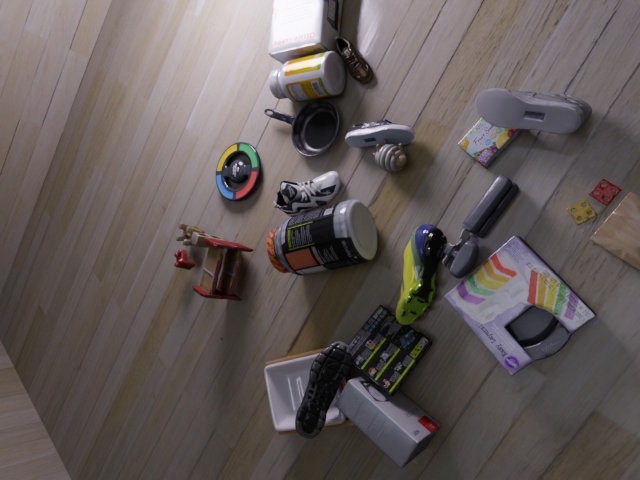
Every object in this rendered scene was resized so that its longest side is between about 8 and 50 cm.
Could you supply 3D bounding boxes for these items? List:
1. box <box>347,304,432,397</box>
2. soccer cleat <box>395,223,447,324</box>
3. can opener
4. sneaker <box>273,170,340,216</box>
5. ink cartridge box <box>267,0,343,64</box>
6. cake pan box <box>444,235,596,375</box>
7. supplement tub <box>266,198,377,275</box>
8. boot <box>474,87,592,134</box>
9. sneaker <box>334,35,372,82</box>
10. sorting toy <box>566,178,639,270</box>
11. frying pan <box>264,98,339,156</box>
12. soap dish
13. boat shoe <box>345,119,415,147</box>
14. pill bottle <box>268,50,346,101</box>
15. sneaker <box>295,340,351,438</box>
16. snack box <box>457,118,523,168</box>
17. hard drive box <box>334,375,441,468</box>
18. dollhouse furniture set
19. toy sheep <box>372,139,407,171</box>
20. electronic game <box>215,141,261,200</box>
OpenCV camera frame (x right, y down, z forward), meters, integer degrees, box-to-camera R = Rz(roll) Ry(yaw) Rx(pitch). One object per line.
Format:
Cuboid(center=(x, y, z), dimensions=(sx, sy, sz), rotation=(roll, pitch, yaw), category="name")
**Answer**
Cuboid(center=(0.186, 0.307, 1.236), dimensions=(0.184, 0.045, 0.191), rotation=(34, 75, 29), category="box")
Cuboid(center=(0.271, 0.095, 1.237), dimensions=(0.121, 0.093, 0.289), rotation=(26, 101, 64), category="soccer cleat")
Cuboid(center=(0.424, -0.028, 1.137), dimensions=(0.284, 0.076, 0.095), rotation=(-57, 40, 15), category="can opener")
Cuboid(center=(-0.056, -0.159, 1.429), dimensions=(0.234, 0.153, 0.094), rotation=(-24, 73, 29), category="sneaker")
Cuboid(center=(-0.047, -0.780, 1.507), dimensions=(0.226, 0.131, 0.307), rotation=(5, 89, 33), category="ink cartridge box")
Cuboid(center=(0.489, 0.164, 1.087), dimensions=(0.246, 0.070, 0.267), rotation=(-46, 63, 23), category="cake pan box")
Cuboid(center=(0.000, 0.000, 1.350), dimensions=(0.315, 0.193, 0.194), rotation=(-13, 77, 31), category="supplement tub")
Cuboid(center=(0.529, -0.326, 1.090), dimensions=(0.258, 0.123, 0.095), rotation=(28, 129, 32), category="boot")
Cuboid(center=(0.098, -0.591, 1.425), dimensions=(0.066, 0.071, 0.188), rotation=(-41, 64, 23), category="sneaker")
Cuboid(center=(0.703, -0.021, 0.978), dimensions=(0.274, 0.046, 0.132), rotation=(42, 107, 29), category="sorting toy")
Cuboid(center=(-0.067, -0.381, 1.523), dimensions=(0.326, 0.053, 0.198), rotation=(1, 85, 35), category="frying pan")
Cuboid(center=(-0.027, 0.466, 1.361), dimensions=(0.290, 0.118, 0.229), rotation=(-21, 74, 29), category="soap dish")
Cuboid(center=(0.185, -0.336, 1.344), dimensions=(0.228, 0.080, 0.076), rotation=(1, 60, 37), category="boat shoe")
Cuboid(center=(-0.050, -0.547, 1.478), dimensions=(0.245, 0.136, 0.137), rotation=(3, 86, 34), category="pill bottle")
Cuboid(center=(0.001, 0.404, 1.215), dimensions=(0.101, 0.106, 0.268), rotation=(27, 79, 4), category="sneaker")
Cuboid(center=(0.457, -0.281, 1.174), dimensions=(0.141, 0.037, 0.100), rotation=(-50, 60, 18), category="snack box")
Cuboid(center=(0.183, 0.474, 1.185), dimensions=(0.232, 0.181, 0.089), rotation=(35, 103, 30), category="hard drive box")
Cuboid(center=(-0.429, 0.075, 1.678), dimensions=(0.374, 0.152, 0.202), rotation=(20, 97, 51), category="dollhouse furniture set")
Cuboid(center=(0.207, -0.250, 1.308), dimensions=(0.132, 0.091, 0.091), rotation=(32, 102, 45), category="toy sheep")
Cuboid(center=(-0.318, -0.265, 1.676), dimensions=(0.229, 0.048, 0.230), rotation=(-5, 82, 33), category="electronic game")
